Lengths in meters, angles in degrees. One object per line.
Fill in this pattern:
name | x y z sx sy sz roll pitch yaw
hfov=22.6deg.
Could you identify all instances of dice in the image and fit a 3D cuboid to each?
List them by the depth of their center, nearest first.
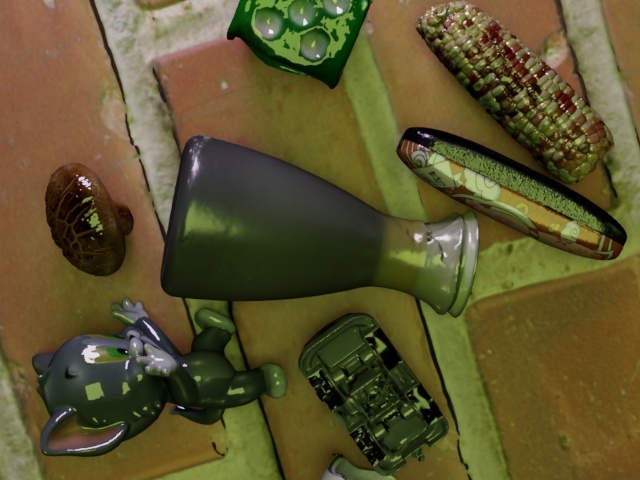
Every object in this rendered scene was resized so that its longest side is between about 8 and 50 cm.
dice | -0.020 -0.239 1.705 0.131 0.128 0.120 25 90 -2

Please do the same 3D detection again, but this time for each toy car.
toy car | 0.053 0.159 1.743 0.097 0.100 0.191 -36 112 0

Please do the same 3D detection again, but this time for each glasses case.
glasses case | 0.206 -0.050 1.731 0.266 0.103 0.067 25 89 -1

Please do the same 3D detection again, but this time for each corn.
corn | 0.210 -0.167 1.737 0.253 0.086 0.086 44 90 0

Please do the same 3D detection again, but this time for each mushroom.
mushroom | -0.251 -0.021 1.721 0.085 0.109 0.126 -30 76 4

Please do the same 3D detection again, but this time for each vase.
vase | 0.000 0.000 1.702 0.321 0.173 0.173 11 92 -6

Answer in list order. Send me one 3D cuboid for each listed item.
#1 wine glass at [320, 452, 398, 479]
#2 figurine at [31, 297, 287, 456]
wine glass | 0.037 0.353 1.723 0.165 0.165 0.196 28 99 -2
figurine | -0.179 0.145 1.720 0.265 0.193 0.140 10 118 -29
